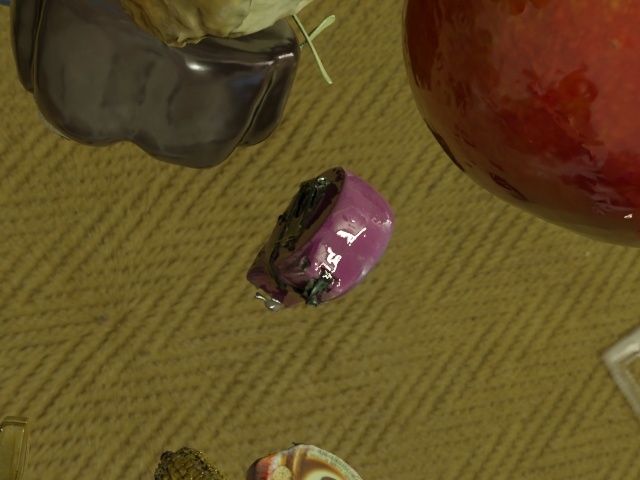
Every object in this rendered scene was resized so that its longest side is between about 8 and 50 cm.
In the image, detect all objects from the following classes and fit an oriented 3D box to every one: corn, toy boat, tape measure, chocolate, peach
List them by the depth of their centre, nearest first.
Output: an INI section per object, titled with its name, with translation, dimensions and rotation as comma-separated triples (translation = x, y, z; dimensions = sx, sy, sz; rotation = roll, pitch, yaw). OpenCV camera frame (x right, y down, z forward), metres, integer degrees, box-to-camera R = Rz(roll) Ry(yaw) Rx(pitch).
[peach]
translation = 0.172, -0.122, 0.493
dimensions = 0.248, 0.275, 0.245
rotation = -13, 72, 3
[chocolate]
translation = -0.036, 0.431, 1.353
dimensions = 0.221, 0.221, 0.147
rotation = 35, 120, -7
[toy boat]
translation = -0.499, 0.385, 1.397
dimensions = 0.068, 0.088, 0.226
rotation = 7, 59, -9
[tape measure]
translation = 0.000, 0.000, 1.467
dimensions = 0.149, 0.231, 0.245
rotation = 37, 66, -19
[corn]
translation = -0.180, 0.497, 1.609
dimensions = 0.115, 0.115, 0.318
rotation = -42, 70, -13

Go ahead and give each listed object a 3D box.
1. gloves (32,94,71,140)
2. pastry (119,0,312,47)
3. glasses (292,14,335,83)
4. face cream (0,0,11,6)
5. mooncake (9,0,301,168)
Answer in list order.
[gloves]
translation = -0.304, -0.189, 1.089
dimensions = 0.097, 0.229, 0.119
rotation = 0, 76, -30
[pastry]
translation = -0.034, -0.182, 0.322
dimensions = 0.100, 0.229, 0.219
rotation = -31, 124, -52
[glasses]
translation = -0.067, -0.366, 1.709
dimensions = 0.206, 0.102, 0.239
rotation = 15, 89, -2
[face cream]
translation = -0.450, -0.436, 1.590
dimensions = 0.263, 0.149, 0.083
rotation = 10, 107, -14
[mooncake]
translation = -0.140, -0.166, 0.753
dimensions = 0.244, 0.245, 0.133
rotation = 14, 119, -11
